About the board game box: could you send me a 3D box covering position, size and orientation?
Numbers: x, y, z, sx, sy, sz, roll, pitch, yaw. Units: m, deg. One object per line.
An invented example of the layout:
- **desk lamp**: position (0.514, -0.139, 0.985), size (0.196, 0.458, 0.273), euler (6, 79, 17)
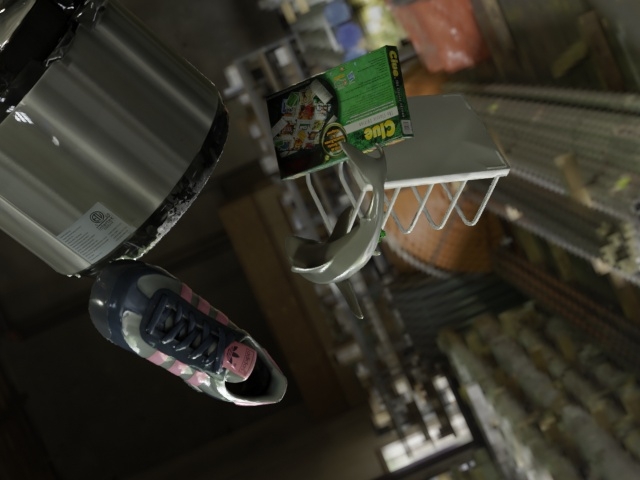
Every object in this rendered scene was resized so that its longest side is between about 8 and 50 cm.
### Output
- **board game box**: position (0.023, -0.183, 1.852), size (0.030, 0.260, 0.136), euler (-1, -100, -44)

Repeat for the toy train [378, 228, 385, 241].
- **toy train**: position (0.074, 0.008, 2.060), size (0.024, 0.083, 0.017), euler (49, 158, -7)

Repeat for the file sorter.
- **file sorter**: position (0.140, -0.120, 2.166), size (0.173, 0.278, 0.193), euler (110, 144, -45)

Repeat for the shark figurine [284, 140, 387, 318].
- **shark figurine**: position (0.016, 0.002, 1.645), size (0.278, 0.116, 0.166), euler (-51, 55, 49)

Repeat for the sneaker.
- **sneaker**: position (-0.148, 0.116, 1.535), size (0.131, 0.112, 0.319), euler (14, 165, 34)

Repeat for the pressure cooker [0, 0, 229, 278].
- **pressure cooker**: position (-0.382, -0.193, 1.781), size (0.420, 0.370, 0.375), euler (39, 171, -25)
